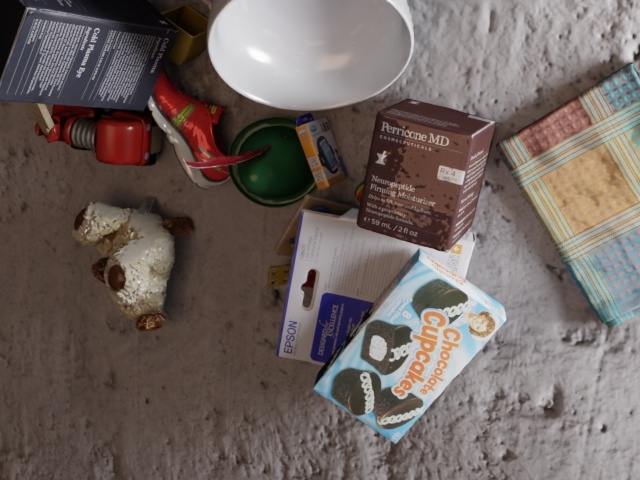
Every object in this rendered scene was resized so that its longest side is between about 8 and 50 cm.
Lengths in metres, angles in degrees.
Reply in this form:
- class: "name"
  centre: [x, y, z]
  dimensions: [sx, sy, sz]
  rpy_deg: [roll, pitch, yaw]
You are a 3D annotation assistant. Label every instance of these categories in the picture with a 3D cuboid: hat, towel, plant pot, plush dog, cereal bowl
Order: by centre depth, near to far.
- class: "towel"
  centre: [0.489, -0.064, 1.525]
  dimensions: [0.271, 0.040, 0.370]
  rpy_deg: [-32, 91, 28]
- class: "cereal bowl"
  centre: [-0.017, -0.365, 1.535]
  dimensions: [0.339, 0.339, 0.141]
  rpy_deg: [-17, 59, 27]
- class: "hat"
  centre: [-0.101, -0.116, 1.660]
  dimensions: [0.208, 0.183, 0.173]
  rpy_deg: [-17, 106, 9]
- class: "plant pot"
  centre: [-0.256, -0.376, 1.742]
  dimensions: [0.081, 0.081, 0.083]
  rpy_deg: [36, 128, 10]
- class: "plush dog"
  centre: [-0.369, 0.059, 1.891]
  dimensions: [0.262, 0.210, 0.225]
  rpy_deg: [48, 138, 36]

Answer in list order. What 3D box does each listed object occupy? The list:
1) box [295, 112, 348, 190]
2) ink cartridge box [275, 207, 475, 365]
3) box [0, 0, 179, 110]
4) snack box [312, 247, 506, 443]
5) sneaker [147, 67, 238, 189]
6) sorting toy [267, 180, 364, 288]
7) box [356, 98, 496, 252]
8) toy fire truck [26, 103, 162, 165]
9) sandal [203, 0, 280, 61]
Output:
- class: "box"
  centre: [0.001, -0.165, 1.687]
  dimensions: [0.028, 0.081, 0.136]
  rpy_deg: [-14, 100, 31]
- class: "ink cartridge box"
  centre: [0.094, 0.100, 1.694]
  dimensions: [0.307, 0.072, 0.303]
  rpy_deg: [13, 113, 5]
- class: "box"
  centre: [-0.488, -0.400, 1.653]
  dimensions: [0.343, 0.312, 0.179]
  rpy_deg: [46, 121, 29]
- class: "snack box"
  centre: [0.154, 0.191, 1.652]
  dimensions: [0.187, 0.060, 0.322]
  rpy_deg: [34, 112, -6]
- class: "sneaker"
  centre: [-0.243, -0.237, 1.782]
  dimensions: [0.118, 0.107, 0.279]
  rpy_deg: [-30, 95, 10]
- class: "sorting toy"
  centre: [0.000, 0.000, 1.711]
  dimensions: [0.274, 0.132, 0.046]
  rpy_deg: [-58, 37, 27]
- class: "box"
  centre: [0.178, -0.113, 1.575]
  dimensions: [0.168, 0.167, 0.203]
  rpy_deg: [17, 111, 19]
- class: "toy fire truck"
  centre: [-0.447, -0.220, 1.777]
  dimensions: [0.217, 0.246, 0.158]
  rpy_deg: [16, 112, 19]
- class: "sandal"
  centre: [-0.177, -0.483, 1.659]
  dimensions: [0.169, 0.102, 0.416]
  rpy_deg: [-26, 94, 28]
